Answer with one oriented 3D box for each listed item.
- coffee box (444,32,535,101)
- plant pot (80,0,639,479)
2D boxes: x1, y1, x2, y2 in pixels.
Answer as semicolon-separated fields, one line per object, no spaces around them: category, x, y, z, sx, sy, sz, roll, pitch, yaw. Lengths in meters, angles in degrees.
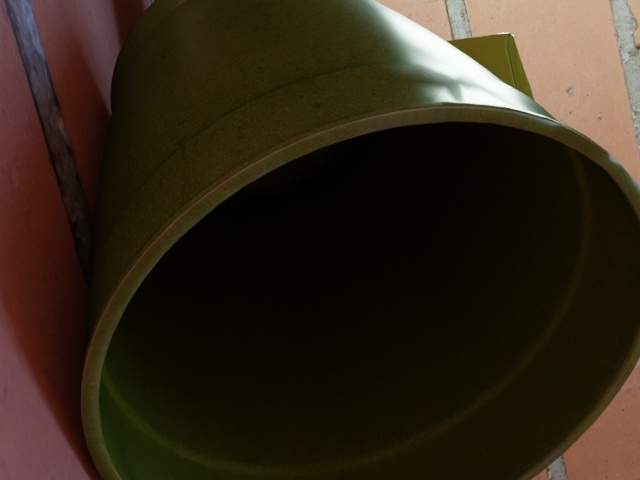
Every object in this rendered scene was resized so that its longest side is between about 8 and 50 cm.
coffee box;0.081;0.017;1.262;0.334;0.338;0.338;84;-4;-58
plant pot;-0.009;-0.025;0.811;0.353;0.367;0.366;-116;-173;-49
